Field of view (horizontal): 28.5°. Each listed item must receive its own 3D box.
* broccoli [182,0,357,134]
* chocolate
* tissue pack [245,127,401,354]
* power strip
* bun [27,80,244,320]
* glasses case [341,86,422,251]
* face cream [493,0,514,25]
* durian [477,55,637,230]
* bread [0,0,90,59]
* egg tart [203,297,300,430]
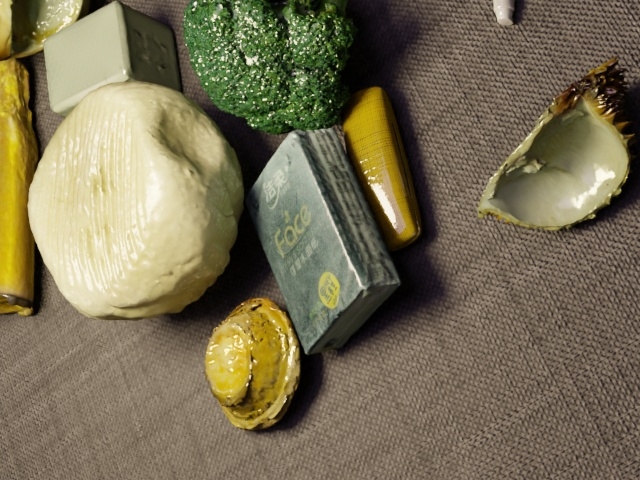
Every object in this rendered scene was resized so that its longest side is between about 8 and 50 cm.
[{"bbox_3d":[-0.065,-0.277,1.785,0.245,0.265,0.294,-35,40,-13],"label":"broccoli"},{"bbox_3d":[-0.536,-0.095,2.107,0.162,0.162,0.445,-11,69,32],"label":"chocolate"},{"bbox_3d":[0.000,0.000,1.719,0.185,0.081,0.257,-51,53,46],"label":"tissue pack"},{"bbox_3d":[-0.354,-0.264,2.015,0.224,0.140,0.139,-20,70,29],"label":"power strip"},{"bbox_3d":[-0.256,-0.050,1.843,0.352,0.227,0.348,-11,73,40],"label":"bun"},{"bbox_3d":[0.081,-0.097,1.728,0.079,0.064,0.234,-24,67,30],"label":"glasses case"},{"bbox_3d":[0.245,-0.352,1.694,0.034,0.034,0.130,-11,74,32],"label":"face cream"},{"bbox_3d":[0.301,-0.106,1.537,0.252,0.139,0.144,-49,55,39],"label":"durian"},{"bbox_3d":[-0.534,-0.375,2.066,0.333,0.333,0.160,5,108,35],"label":"bread"},{"bbox_3d":[-0.105,0.171,1.770,0.191,0.074,0.191,-12,74,47],"label":"egg tart"}]
